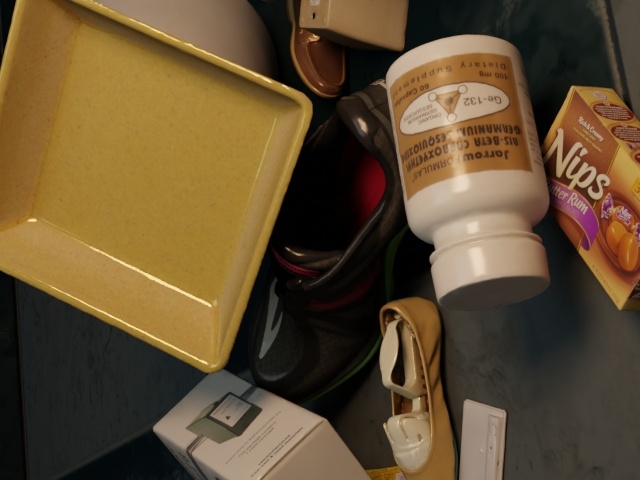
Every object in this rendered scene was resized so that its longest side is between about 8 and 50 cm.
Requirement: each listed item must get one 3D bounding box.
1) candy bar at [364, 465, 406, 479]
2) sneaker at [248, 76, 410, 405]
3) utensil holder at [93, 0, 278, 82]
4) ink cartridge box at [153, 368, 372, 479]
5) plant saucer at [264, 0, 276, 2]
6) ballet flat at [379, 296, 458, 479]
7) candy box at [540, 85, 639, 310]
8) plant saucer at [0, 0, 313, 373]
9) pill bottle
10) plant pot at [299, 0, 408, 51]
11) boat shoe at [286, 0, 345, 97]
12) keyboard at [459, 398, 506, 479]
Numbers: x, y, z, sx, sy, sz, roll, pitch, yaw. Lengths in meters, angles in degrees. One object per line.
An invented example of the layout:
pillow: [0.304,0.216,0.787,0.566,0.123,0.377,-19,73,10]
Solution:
candy bar: [0.085,0.276,1.517,0.161,0.018,0.040,-27,68,58]
sneaker: [0.000,0.000,1.475,0.185,0.202,0.482,48,133,30]
utensil holder: [-0.209,-0.148,1.658,0.385,0.328,0.327,-91,15,-65]
ink cartridge box: [-0.048,0.285,1.551,0.211,0.121,0.289,54,162,-22]
plant saucer: [-0.022,-0.482,1.558,0.400,0.101,0.400,3,-90,-81]
ballet flat: [0.095,0.175,1.430,0.080,0.073,0.232,-22,67,46]
candy box: [0.261,-0.040,1.169,0.186,0.053,0.109,62,142,41]
plant saucer: [-0.190,-0.074,1.395,0.081,0.333,0.332,-45,-22,-63]
pill bottle: [0.139,-0.059,1.208,0.131,0.131,0.229,-37,56,56]
plant pot: [0.035,-0.282,1.558,0.109,0.096,0.109,19,106,61]
boat shoe: [-0.001,-0.262,1.660,0.060,0.064,0.178,130,137,-52]
keyboard: [0.163,0.298,1.380,0.072,0.014,0.256,-170,83,-67]
